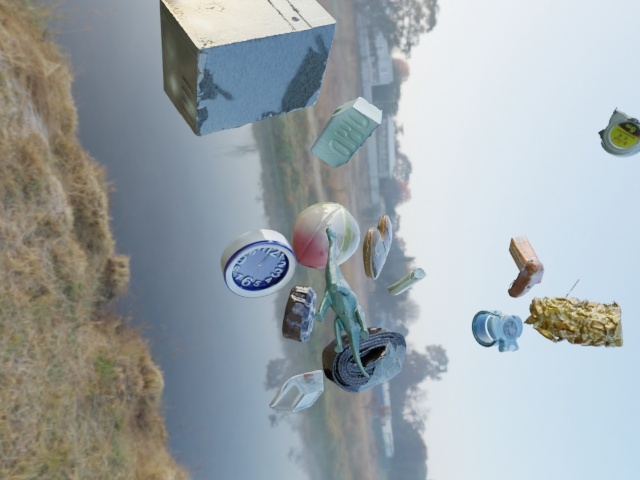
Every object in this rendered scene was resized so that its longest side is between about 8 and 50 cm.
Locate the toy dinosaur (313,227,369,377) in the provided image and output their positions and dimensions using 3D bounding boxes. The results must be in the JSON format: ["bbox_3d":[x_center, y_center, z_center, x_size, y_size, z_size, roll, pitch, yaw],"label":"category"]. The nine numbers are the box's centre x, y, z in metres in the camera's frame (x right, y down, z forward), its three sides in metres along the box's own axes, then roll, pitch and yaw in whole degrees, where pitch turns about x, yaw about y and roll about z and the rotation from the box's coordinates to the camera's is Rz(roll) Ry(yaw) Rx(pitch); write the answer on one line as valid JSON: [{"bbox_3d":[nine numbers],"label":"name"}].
[{"bbox_3d":[0.084,0.178,1.567,0.330,0.130,0.383,-70,138,-64],"label":"toy dinosaur"}]

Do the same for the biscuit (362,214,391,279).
[{"bbox_3d":[0.239,0.008,2.014,0.262,0.052,0.277,82,28,-45],"label":"biscuit"}]

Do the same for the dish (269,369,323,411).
[{"bbox_3d":[-0.076,0.541,1.752,0.064,0.154,0.234,44,18,30],"label":"dish"}]

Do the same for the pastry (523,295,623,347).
[{"bbox_3d":[0.700,0.230,1.400,0.102,0.250,0.154,59,39,-51],"label":"pastry"}]

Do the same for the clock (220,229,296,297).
[{"bbox_3d":[-0.194,0.074,1.574,0.083,0.231,0.230,-119,-165,-47],"label":"clock"}]

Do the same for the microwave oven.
[{"bbox_3d":[-0.221,-0.536,1.489,0.236,0.433,0.374,55,-29,22],"label":"microwave oven"}]

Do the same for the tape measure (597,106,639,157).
[{"bbox_3d":[1.148,-0.328,1.757,0.084,0.330,0.163,-6,131,-57],"label":"tape measure"}]

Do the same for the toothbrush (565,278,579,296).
[{"bbox_3d":[0.955,0.179,1.897,0.006,0.097,0.008,31,-24,37],"label":"toothbrush"}]

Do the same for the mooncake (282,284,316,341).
[{"bbox_3d":[-0.097,0.360,2.471,0.283,0.142,0.282,9,90,-86],"label":"mooncake"}]

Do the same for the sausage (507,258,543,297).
[{"bbox_3d":[0.857,0.160,2.087,0.326,0.087,0.079,79,-13,-63],"label":"sausage"}]

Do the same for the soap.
[{"bbox_3d":[0.088,-0.354,1.640,0.230,0.145,0.091,-52,-170,33],"label":"soap"}]

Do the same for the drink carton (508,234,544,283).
[{"bbox_3d":[0.930,0.088,2.271,0.222,0.071,0.096,-99,180,-46],"label":"drink carton"}]

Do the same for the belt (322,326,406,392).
[{"bbox_3d":[0.157,0.399,1.703,0.164,0.290,0.184,-4,-76,71],"label":"belt"}]

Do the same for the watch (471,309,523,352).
[{"bbox_3d":[0.788,0.411,2.281,0.193,0.211,0.210,-14,-100,60],"label":"watch"}]

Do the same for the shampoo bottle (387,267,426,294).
[{"bbox_3d":[0.349,0.170,2.039,0.212,0.072,0.049,-45,-128,55],"label":"shampoo bottle"}]

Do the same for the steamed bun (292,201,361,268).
[{"bbox_3d":[0.000,0.000,2.172,0.309,0.310,0.308,-6,90,-86],"label":"steamed bun"}]
